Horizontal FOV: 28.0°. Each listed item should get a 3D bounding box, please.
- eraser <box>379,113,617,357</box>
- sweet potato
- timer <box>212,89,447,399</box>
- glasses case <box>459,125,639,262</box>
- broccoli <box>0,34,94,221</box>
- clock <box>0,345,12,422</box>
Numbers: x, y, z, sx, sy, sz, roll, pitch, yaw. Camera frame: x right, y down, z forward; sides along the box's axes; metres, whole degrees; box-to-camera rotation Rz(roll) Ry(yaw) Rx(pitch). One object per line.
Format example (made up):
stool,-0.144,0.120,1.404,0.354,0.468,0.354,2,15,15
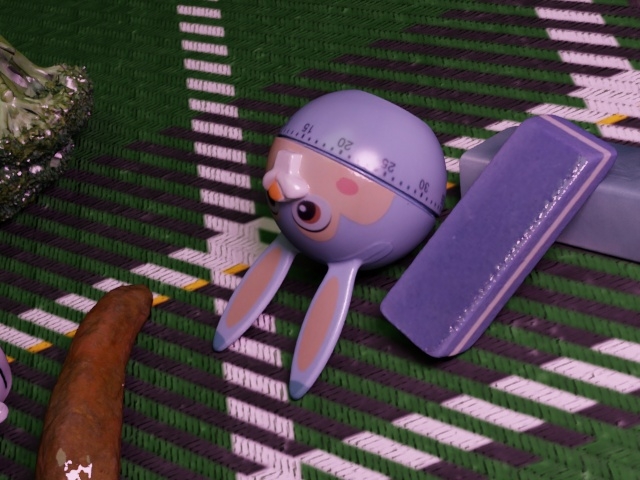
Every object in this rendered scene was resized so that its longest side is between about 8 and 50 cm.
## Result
eraser,0.144,-0.007,1.050,0.225,0.036,0.082,-53,49,2
sweet potato,-0.198,0.133,1.125,0.075,0.075,0.273,-15,38,15
timer,-0.003,-0.019,1.101,0.255,0.175,0.175,-45,43,-17
glasses case,0.244,-0.044,1.069,0.266,0.056,0.105,16,58,39
broccoli,-0.379,-0.137,1.394,0.269,0.241,0.261,-14,12,-29
clock,-0.328,0.150,1.166,0.117,0.080,0.176,-8,45,23
